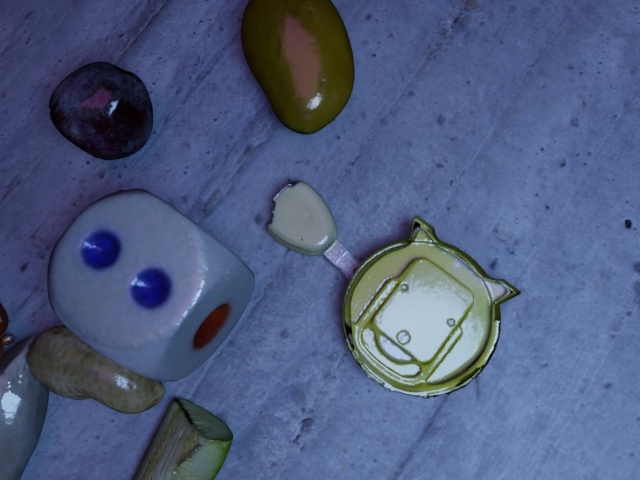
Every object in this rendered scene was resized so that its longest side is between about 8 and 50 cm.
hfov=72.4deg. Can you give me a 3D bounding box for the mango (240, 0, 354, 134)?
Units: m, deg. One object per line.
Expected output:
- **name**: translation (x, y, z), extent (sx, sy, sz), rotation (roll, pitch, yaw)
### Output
- **mango**: translation (-0.042, -0.368, 0.884), extent (0.212, 0.173, 0.316), rotation (-17, 83, 2)

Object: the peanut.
- **peanut**: translation (-0.409, 0.239, 0.810), extent (0.254, 0.122, 0.137), rotation (14, 121, 7)

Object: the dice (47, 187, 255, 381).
- **dice**: translation (-0.281, 0.078, 0.763), extent (0.251, 0.259, 0.243), rotation (33, 80, 12)

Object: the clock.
- **clock**: translation (0.182, 0.133, 0.799), extent (0.277, 0.071, 0.293), rotation (44, 85, 8)

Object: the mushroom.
- **mushroom**: translation (-0.576, 0.352, 0.799), extent (0.129, 0.128, 0.349), rotation (4, 82, 6)

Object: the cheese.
- **cheese**: translation (0.000, 0.000, 0.856), extent (0.127, 0.050, 0.255), rotation (-43, 77, -5)

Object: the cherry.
- **cherry**: translation (-0.439, -0.267, 0.893), extent (0.196, 0.195, 0.194), rotation (-1, 78, 5)

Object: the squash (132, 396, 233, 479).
- **squash**: translation (-0.250, 0.429, 0.756), extent (0.170, 0.093, 0.251), rotation (12, 73, 53)

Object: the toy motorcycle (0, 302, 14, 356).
- **toy motorcycle**: translation (-0.733, 0.190, 0.820), extent (0.326, 0.221, 0.147), rotation (-8, 114, 22)
